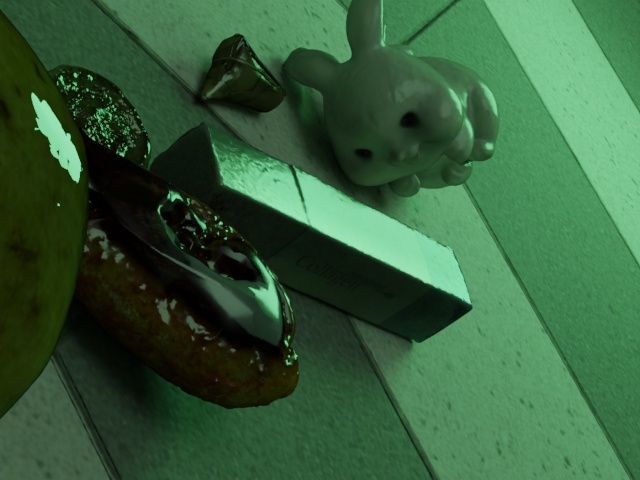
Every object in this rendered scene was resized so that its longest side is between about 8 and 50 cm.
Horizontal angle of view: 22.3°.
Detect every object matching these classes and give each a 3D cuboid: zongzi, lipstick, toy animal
[{"bbox_3d":[-0.066,-0.122,1.372,0.076,0.040,0.083,47,38,-30],"label":"zongzi"},{"bbox_3d":[0.000,0.000,1.301,0.317,0.066,0.068,26,39,-45],"label":"lipstick"},{"bbox_3d":[0.072,-0.131,1.506,0.193,0.127,0.178,17,43,-50],"label":"toy animal"}]

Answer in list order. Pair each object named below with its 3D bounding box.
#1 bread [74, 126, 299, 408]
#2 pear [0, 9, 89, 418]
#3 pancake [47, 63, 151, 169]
[{"bbox_3d":[-0.123,0.014,1.068,0.269,0.095,0.139,32,29,-13],"label":"bread"},{"bbox_3d":[-0.253,-0.006,0.655,0.304,0.304,0.304,40,30,-29],"label":"pear"},{"bbox_3d":[-0.163,-0.086,1.185,0.108,0.017,0.108,39,34,-33],"label":"pancake"}]
